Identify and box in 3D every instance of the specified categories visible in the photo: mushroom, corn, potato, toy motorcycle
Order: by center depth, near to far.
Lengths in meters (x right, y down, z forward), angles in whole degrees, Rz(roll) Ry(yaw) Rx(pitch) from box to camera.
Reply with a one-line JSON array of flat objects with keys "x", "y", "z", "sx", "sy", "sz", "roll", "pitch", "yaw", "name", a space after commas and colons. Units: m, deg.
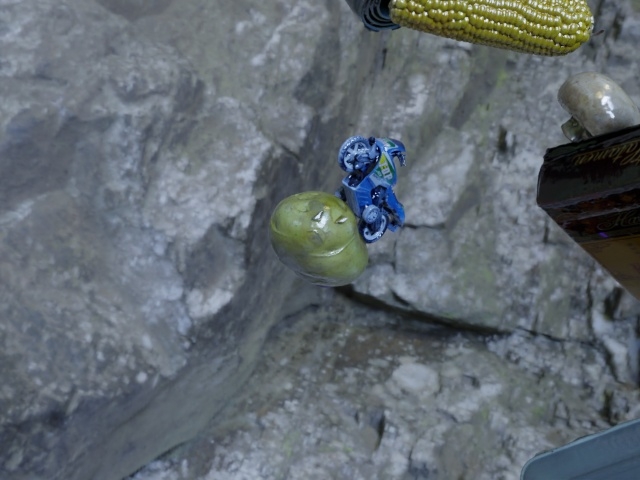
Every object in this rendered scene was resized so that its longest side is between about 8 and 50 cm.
[{"x": 0.252, "y": -0.329, "z": 1.049, "sx": 0.101, "sy": 0.311, "sz": 0.101, "roll": -172, "pitch": -90, "yaw": -88, "name": "corn"}, {"x": 0.000, "y": 0.000, "z": 1.258, "sx": 0.143, "sy": 0.169, "sz": 0.248, "roll": -54, "pitch": 151, "yaw": -7, "name": "potato"}, {"x": 0.103, "y": -0.102, "z": 1.321, "sx": 0.136, "sy": 0.092, "sz": 0.254, "roll": -35, "pitch": 136, "yaw": -19, "name": "toy motorcycle"}, {"x": 0.511, "y": -0.236, "z": 1.341, "sx": 0.127, "sy": 0.166, "sz": 0.166, "roll": -38, "pitch": 178, "yaw": 23, "name": "mushroom"}]

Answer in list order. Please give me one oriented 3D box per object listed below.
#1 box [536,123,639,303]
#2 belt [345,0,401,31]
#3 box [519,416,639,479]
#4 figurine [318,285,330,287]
[{"x": 0.558, "y": -0.026, "z": 1.126, "sx": 0.415, "sy": 0.264, "sz": 0.115, "roll": 34, "pitch": 60, "yaw": -33, "name": "box"}, {"x": 0.136, "y": -0.450, "z": 1.195, "sx": 0.206, "sy": 0.116, "sz": 0.267, "roll": -35, "pitch": 170, "yaw": 19, "name": "belt"}, {"x": 0.589, "y": 0.497, "z": 1.216, "sx": 0.111, "sy": 0.396, "sz": 0.396, "roll": 12, "pitch": 51, "yaw": -60, "name": "box"}, {"x": 0.041, "y": 0.018, "z": 1.459, "sx": 0.157, "sy": 0.114, "sz": 0.126, "roll": -45, "pitch": -135, "yaw": 33, "name": "figurine"}]
